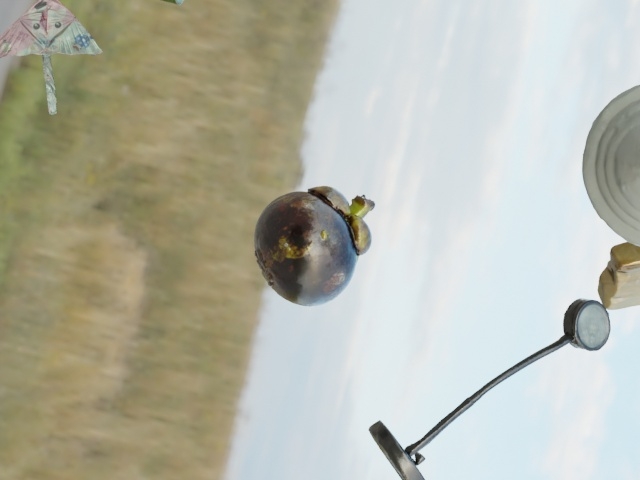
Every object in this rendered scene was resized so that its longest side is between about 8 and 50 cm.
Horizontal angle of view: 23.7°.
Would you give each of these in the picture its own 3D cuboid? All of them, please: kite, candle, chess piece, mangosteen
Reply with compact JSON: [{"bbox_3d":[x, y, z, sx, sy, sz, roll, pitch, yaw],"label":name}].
[{"bbox_3d":[-0.316,-0.212,1.735,0.005,0.137,0.152,-124,-142,-53],"label":"kite"},{"bbox_3d":[0.441,-0.099,1.880,0.342,0.221,0.221,-20,129,-65],"label":"candle"},{"bbox_3d":[0.532,0.024,2.107,0.137,0.301,0.137,-15,90,-90],"label":"chess piece"},{"bbox_3d":[0.000,0.000,2.452,0.192,0.217,0.192,57,-14,22],"label":"mangosteen"}]

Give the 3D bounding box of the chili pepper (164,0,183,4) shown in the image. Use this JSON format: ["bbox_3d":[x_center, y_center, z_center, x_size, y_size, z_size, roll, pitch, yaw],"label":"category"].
[{"bbox_3d":[-0.264,-0.351,1.935,0.052,0.202,0.050,114,-4,-58],"label":"chili pepper"}]

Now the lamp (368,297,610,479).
[{"bbox_3d":[0.206,0.178,1.929,0.371,0.130,0.108,-43,-158,-24],"label":"lamp"}]
